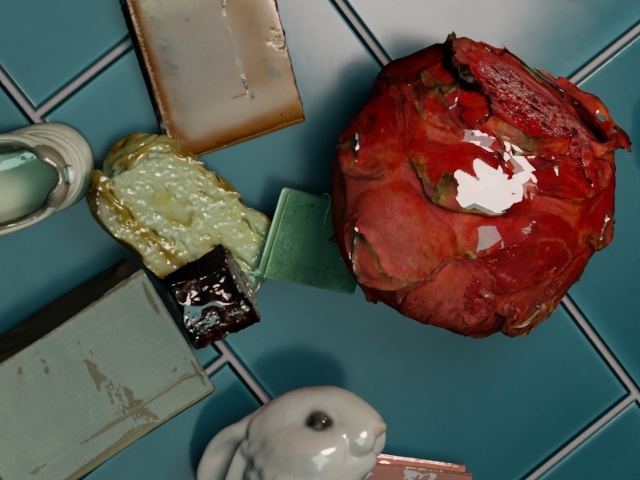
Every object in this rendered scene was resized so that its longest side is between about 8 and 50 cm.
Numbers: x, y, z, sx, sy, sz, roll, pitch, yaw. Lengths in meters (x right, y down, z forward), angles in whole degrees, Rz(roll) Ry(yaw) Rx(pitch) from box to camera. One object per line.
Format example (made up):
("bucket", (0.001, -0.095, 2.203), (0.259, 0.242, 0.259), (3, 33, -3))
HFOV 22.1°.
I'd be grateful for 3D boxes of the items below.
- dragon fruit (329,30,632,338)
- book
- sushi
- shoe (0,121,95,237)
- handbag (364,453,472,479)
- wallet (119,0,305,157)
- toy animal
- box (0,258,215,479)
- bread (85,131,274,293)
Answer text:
("dragon fruit", (0.156, -0.051, 1.679), (0.296, 0.295, 0.301), (22, 96, -11))
("book", (0.000, 0.000, 1.761), (0.135, 0.017, 0.103), (13, 96, -42))
("sushi", (-0.108, 0.065, 1.688), (0.084, 0.094, 0.098), (-28, 110, -3))
("shoe", (-0.381, -0.043, 1.663), (0.316, 0.159, 0.124), (-16, 101, -9))
("handbag", (0.085, 0.349, 1.834), (0.157, 0.059, 0.212), (9, 95, -9))
("wallet", (-0.112, -0.196, 1.743), (0.161, 0.042, 0.195), (-17, 104, 1))
("toy animal", (-0.045, 0.327, 1.738), (0.194, 0.258, 0.357), (15, 81, -36))
("box", (-0.251, 0.146, 1.697), (0.231, 0.149, 0.155), (-34, 102, -10))
("bread", (-0.142, -0.020, 1.740), (0.232, 0.088, 0.128), (42, 99, -21))
